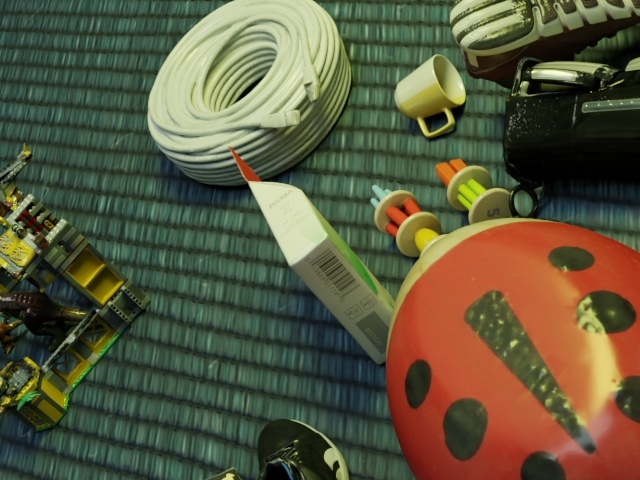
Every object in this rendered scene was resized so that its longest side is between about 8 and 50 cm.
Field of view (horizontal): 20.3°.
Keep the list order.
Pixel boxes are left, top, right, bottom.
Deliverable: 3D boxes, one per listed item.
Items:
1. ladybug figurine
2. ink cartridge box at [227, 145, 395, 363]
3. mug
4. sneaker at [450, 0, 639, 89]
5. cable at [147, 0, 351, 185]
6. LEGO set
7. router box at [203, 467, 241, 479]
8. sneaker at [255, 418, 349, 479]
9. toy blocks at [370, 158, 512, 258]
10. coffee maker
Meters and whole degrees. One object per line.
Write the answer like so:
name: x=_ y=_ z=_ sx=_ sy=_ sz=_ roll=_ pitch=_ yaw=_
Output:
ladybug figurine: x=0.201 y=0.127 z=1.575 sx=0.305 sy=0.162 sz=0.449 roll=-41 pitch=41 yaw=1
ink cartridge box: x=0.000 y=0.000 z=1.831 sx=0.056 sy=0.181 sz=0.224 roll=-35 pitch=40 yaw=8
mug: x=0.116 y=-0.159 z=1.971 sx=0.064 sy=0.062 sz=0.078 roll=-27 pitch=36 yaw=29
sneaker: x=0.271 y=-0.237 z=1.866 sx=0.281 sy=0.162 sz=0.106 roll=-16 pitch=67 yaw=-1
cable: x=-0.084 y=-0.183 z=2.127 sx=0.257 sy=0.089 sz=0.257 roll=-17 pitch=46 yaw=28
LEGO set: x=-0.374 y=0.047 z=2.074 sx=0.255 sy=0.192 sz=0.331 roll=-44 pitch=40 yaw=-1
router box: x=-0.167 y=0.372 z=1.609 sx=0.309 sy=0.081 sz=0.243 roll=-21 pitch=50 yaw=-10
sneaker: x=-0.025 y=0.222 z=1.703 sx=0.079 sy=0.121 sz=0.217 roll=-37 pitch=41 yaw=4
toy blocks: x=0.119 y=-0.040 z=1.868 sx=0.123 sy=0.054 sz=0.148 roll=-43 pitch=40 yaw=1
coffee maker: x=0.282 y=-0.100 z=1.762 sx=0.178 sy=0.120 sz=0.171 roll=1 pitch=96 yaw=40
